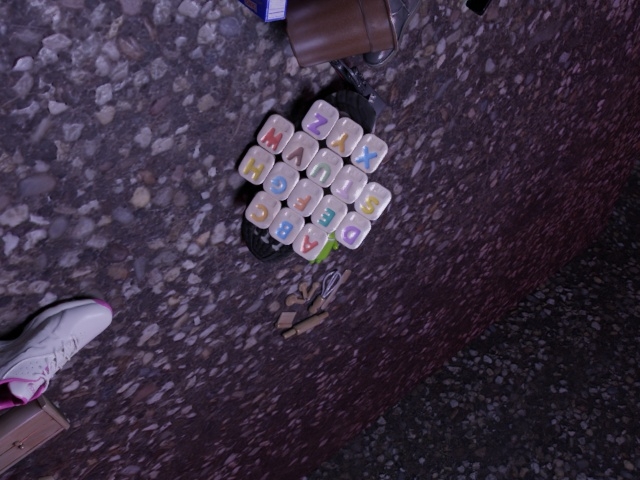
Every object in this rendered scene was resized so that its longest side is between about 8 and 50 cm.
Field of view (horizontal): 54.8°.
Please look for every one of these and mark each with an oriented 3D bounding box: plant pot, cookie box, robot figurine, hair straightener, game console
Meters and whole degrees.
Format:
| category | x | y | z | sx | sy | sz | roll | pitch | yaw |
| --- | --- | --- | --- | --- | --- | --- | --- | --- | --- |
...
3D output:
| category | x | y | z | sx | sy | sz | roll | pitch | yaw |
| --- | --- | --- | --- | --- | --- | --- | --- | --- | --- |
| plant pot | 0.024 | -0.367 | 1.007 | 0.165 | 0.167 | 0.167 | -17 | 147 | 6 |
| cookie box | -0.086 | -0.400 | 0.930 | 0.040 | 0.092 | 0.107 | -20 | 140 | -31 |
| robot figurine | 0.000 | 0.000 | 1.498 | 0.101 | 0.067 | 0.115 | 2 | 124 | -48 |
| hair straightener | 0.082 | -0.314 | 1.228 | 0.047 | 0.089 | 0.230 | -50 | 148 | -2 |
| game console | 0.380 | -0.548 | 1.342 | 0.107 | 0.071 | 0.122 | 3 | 124 | -51 |

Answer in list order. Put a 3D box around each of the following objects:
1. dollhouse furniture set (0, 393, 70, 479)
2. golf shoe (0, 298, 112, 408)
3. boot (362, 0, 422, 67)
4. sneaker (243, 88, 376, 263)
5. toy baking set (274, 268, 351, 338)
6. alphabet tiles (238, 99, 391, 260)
| category | x | y | z | sx | sy | sz | roll | pitch | yaw |
| --- | --- | --- | --- | --- | --- | --- | --- | --- | --- |
| dollhouse furniture set | -0.509 | 0.464 | 1.130 | 0.173 | 0.355 | 0.303 | -36 | 146 | -19 |
| golf shoe | -0.493 | 0.213 | 1.079 | 0.306 | 0.140 | 0.115 | -30 | 143 | -28 |
| boot | 0.099 | -0.440 | 1.124 | 0.190 | 0.076 | 0.208 | -64 | 153 | 3 |
| sneaker | -0.002 | -0.116 | 1.314 | 0.410 | 0.158 | 0.182 | -52 | 163 | 15 |
| toy baking set | -0.014 | 0.173 | 1.710 | 0.256 | 0.030 | 0.197 | -20 | 139 | -37 |
| alphabet tiles | -0.011 | -0.113 | 1.196 | 0.278 | 0.284 | 0.021 | -55 | -176 | 13 |
